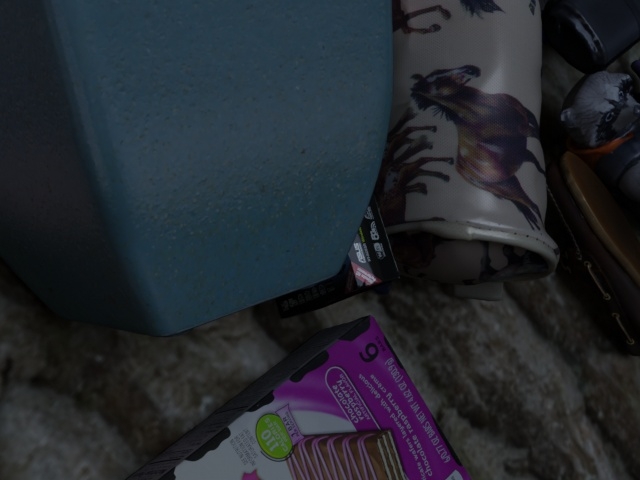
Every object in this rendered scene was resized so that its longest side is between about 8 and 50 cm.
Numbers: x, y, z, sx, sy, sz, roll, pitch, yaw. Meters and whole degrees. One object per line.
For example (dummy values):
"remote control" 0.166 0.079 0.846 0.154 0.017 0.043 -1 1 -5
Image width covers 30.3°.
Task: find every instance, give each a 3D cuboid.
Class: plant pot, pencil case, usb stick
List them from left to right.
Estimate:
"plant pot" -0.101 -0.080 0.760 0.247 0.247 0.252 -19 103 -37
"pencil case" 0.111 -0.160 0.974 0.159 0.183 0.411 2 71 1
"usb stick" 0.294 -0.233 1.088 0.077 0.045 0.278 50 51 4

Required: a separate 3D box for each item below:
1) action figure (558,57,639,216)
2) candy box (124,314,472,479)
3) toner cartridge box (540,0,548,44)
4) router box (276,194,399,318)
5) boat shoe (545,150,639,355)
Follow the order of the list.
"action figure" 0.347 -0.031 1.068 0.330 0.178 0.341 40 17 -10
"candy box" -0.015 0.179 0.834 0.233 0.071 0.159 -35 97 -36
"toner cartridge box" 0.348 -0.303 1.229 0.347 0.075 0.165 -11 83 -36
"router box" 0.000 0.000 0.868 0.038 0.122 0.092 -13 82 -32
"boat shoe" 0.254 0.018 1.065 0.207 0.073 0.073 54 32 -9
